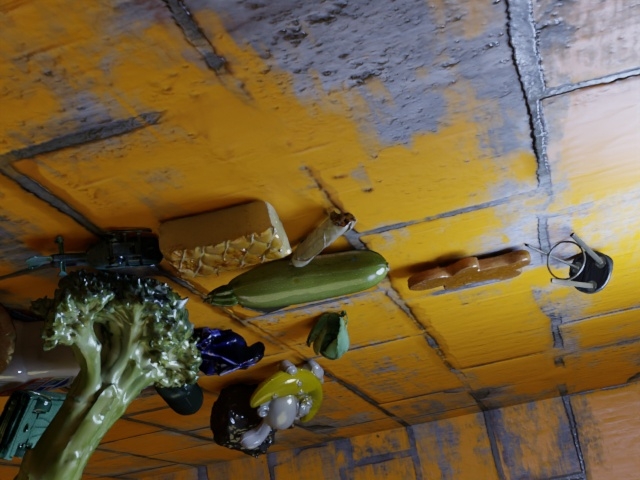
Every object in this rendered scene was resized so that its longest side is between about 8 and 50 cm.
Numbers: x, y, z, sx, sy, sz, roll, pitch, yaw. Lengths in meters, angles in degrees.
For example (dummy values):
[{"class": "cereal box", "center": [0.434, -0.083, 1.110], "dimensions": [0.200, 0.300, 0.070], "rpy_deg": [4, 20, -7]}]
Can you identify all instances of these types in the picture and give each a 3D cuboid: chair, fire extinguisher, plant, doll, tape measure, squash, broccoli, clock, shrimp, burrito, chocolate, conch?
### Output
[{"class": "chair", "center": [0.510, 0.053, 1.685], "dimensions": [0.104, 0.095, 0.221], "rpy_deg": [-12, 162, 40]}, {"class": "fire extinguisher", "center": [-0.357, 0.375, 2.131], "dimensions": [0.095, 0.114, 0.311], "rpy_deg": [-43, 163, -15]}, {"class": "plant", "center": [-0.194, 0.511, 2.407], "dimensions": [0.234, 0.204, 0.178], "rpy_deg": [14, 119, -29]}, {"class": "doll", "center": [-0.098, 0.433, 2.270], "dimensions": [0.237, 0.111, 0.252], "rpy_deg": [-10, 126, -39]}, {"class": "tape measure", "center": [-0.598, 0.232, 1.652], "dimensions": [0.265, 0.130, 0.258], "rpy_deg": [0, 160, -35]}, {"class": "squash", "center": [-0.044, 0.072, 1.516], "dimensions": [0.340, 0.094, 0.094], "rpy_deg": [-11, 159, -6]}, {"class": "broccoli", "center": [-0.362, 0.245, 1.455], "dimensions": [0.353, 0.397, 0.274], "rpy_deg": [1, -176, -41]}, {"class": "clock", "center": [-0.466, 0.381, 2.133], "dimensions": [0.087, 0.041, 0.129], "rpy_deg": [-20, 161, 18]}, {"class": "shrimp", "center": [-0.635, 0.177, 1.494], "dimensions": [0.251, 0.144, 0.052], "rpy_deg": [-10, -176, 31]}, {"class": "burrito", "center": [0.000, 0.000, 1.409], "dimensions": [0.041, 0.045, 0.185], "rpy_deg": [23, 150, -18]}, {"class": "chocolate", "center": [-0.293, 0.249, 1.843], "dimensions": [0.343, 0.126, 0.148], "rpy_deg": [-10, -162, -3]}, {"class": "conch", "center": [0.015, 0.215, 1.933], "dimensions": [0.105, 0.079, 0.170], "rpy_deg": [-12, 144, -9]}]

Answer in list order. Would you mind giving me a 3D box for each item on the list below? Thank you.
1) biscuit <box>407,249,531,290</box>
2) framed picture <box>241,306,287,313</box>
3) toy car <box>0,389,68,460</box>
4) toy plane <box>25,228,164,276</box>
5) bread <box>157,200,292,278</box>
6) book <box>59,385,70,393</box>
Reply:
[{"class": "biscuit", "center": [0.296, 0.060, 1.697], "dimensions": [0.250, 0.036, 0.165], "rpy_deg": [-10, 161, -6]}, {"class": "framed picture", "center": [-0.114, 0.137, 1.764], "dimensions": [0.066, 0.007, 0.089], "rpy_deg": [-21, 156, 28]}, {"class": "toy car", "center": [-0.567, 0.374, 1.701], "dimensions": [0.097, 0.141, 0.321], "rpy_deg": [19, 170, 11]}, {"class": "toy plane", "center": [-0.341, 0.022, 1.323], "dimensions": [0.235, 0.060, 0.096], "rpy_deg": [-3, 171, -26]}, {"class": "bread", "center": [-0.150, 0.001, 1.323], "dimensions": [0.188, 0.068, 0.125], "rpy_deg": [-12, 158, 6]}, {"class": "book", "center": [-0.547, 0.383, 2.189], "dimensions": [0.207, 0.020, 0.295], "rpy_deg": [-10, 158, 1]}]
